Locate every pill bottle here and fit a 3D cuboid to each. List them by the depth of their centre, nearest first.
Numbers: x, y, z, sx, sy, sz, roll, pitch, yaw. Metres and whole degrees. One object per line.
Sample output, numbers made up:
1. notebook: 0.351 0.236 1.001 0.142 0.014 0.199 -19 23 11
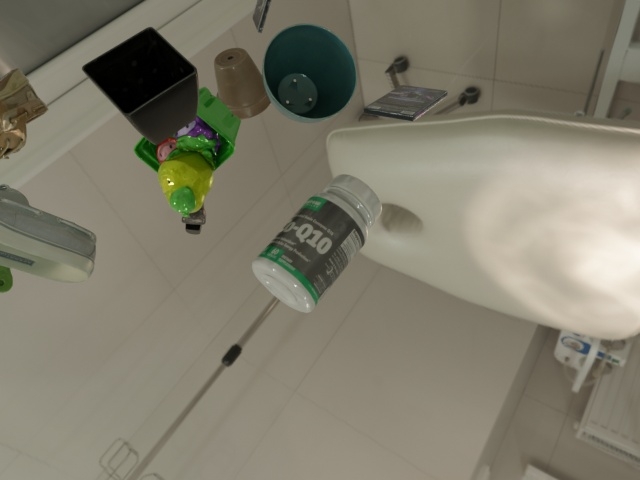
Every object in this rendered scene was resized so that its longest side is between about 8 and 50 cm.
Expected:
1. pill bottle: 0.000 0.000 1.278 0.204 0.361 0.204 32 156 16

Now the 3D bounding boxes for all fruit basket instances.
1. fruit basket: -0.455 -0.272 1.548 0.283 0.392 0.392 42 154 -20

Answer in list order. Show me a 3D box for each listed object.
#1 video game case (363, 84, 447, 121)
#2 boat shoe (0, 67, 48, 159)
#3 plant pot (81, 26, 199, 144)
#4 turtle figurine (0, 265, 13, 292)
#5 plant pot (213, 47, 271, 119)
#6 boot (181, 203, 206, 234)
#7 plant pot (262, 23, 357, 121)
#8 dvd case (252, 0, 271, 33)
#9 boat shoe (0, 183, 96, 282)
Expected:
1. video game case: 0.311 -0.502 1.694 0.196 0.274 0.026 20 132 32
2. boat shoe: -0.607 -0.211 0.878 0.121 0.341 0.110 -23 128 16
3. plant pot: -0.394 -0.341 1.095 0.188 0.187 0.167 44 164 19
4. turtle figurine: -0.741 0.079 0.927 0.266 0.275 0.197 -25 136 33
5. plant pot: -0.355 -0.702 2.042 0.263 0.263 0.229 24 151 27
6. boot: -0.500 -0.192 1.930 0.096 0.281 0.264 6 163 -7
7. plant pot: -0.052 -0.496 1.480 0.290 0.290 0.195 43 167 -9
8. dvd case: -0.197 -0.831 1.627 0.018 0.221 0.165 12 122 -22
9. boat shoe: -0.384 -0.021 0.570 0.079 0.081 0.227 -25 141 30
